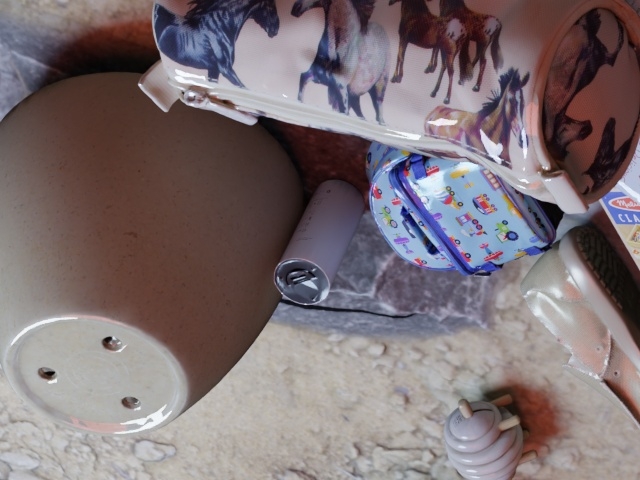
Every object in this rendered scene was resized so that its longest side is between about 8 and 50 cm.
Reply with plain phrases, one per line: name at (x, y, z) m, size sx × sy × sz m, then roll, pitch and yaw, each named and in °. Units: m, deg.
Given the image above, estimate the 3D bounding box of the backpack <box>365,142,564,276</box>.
backpack at (0.118, -0.041, 1.262) m, size 0.173 × 0.117 × 0.158 m, roll -19°, pitch 116°, yaw 33°

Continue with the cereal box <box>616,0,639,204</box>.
cereal box at (0.210, -0.166, 1.100) m, size 0.240 × 0.047 × 0.173 m, roll 41°, pitch 126°, yaw 24°

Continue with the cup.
cup at (-0.186, 0.043, 1.313) m, size 0.331 × 0.237 × 0.331 m, roll 3°, pitch 134°, yaw 4°

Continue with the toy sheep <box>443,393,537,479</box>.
toy sheep at (0.172, 0.208, 1.448) m, size 0.091 × 0.091 × 0.132 m, roll -11°, pitch 126°, yaw 26°

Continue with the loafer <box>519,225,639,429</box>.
loafer at (0.285, 0.108, 1.329) m, size 0.092 × 0.102 × 0.268 m, roll -26°, pitch 104°, yaw 34°

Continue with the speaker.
speaker at (0.000, 0.000, 1.319) m, size 0.055 × 0.136 × 0.055 m, roll 9°, pitch 127°, yaw 12°

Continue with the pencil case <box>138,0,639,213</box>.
pencil case at (0.054, -0.141, 1.090) m, size 0.410 × 0.184 × 0.160 m, roll 18°, pitch 168°, yaw 35°

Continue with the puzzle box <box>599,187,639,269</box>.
puzzle box at (0.453, 0.025, 1.113) m, size 0.409 × 0.052 × 0.272 m, roll 2°, pitch 143°, yaw 40°
